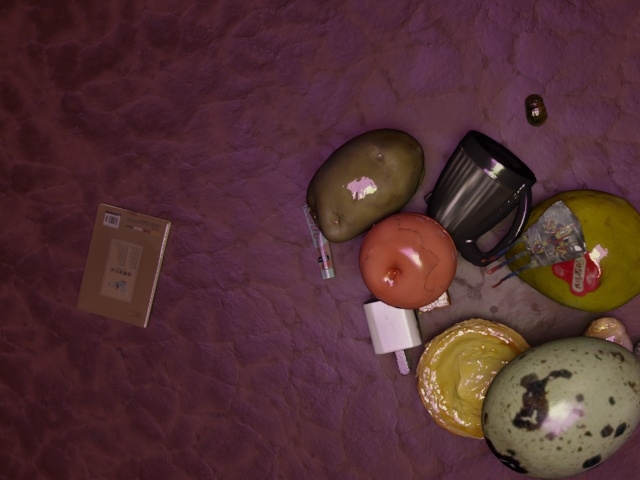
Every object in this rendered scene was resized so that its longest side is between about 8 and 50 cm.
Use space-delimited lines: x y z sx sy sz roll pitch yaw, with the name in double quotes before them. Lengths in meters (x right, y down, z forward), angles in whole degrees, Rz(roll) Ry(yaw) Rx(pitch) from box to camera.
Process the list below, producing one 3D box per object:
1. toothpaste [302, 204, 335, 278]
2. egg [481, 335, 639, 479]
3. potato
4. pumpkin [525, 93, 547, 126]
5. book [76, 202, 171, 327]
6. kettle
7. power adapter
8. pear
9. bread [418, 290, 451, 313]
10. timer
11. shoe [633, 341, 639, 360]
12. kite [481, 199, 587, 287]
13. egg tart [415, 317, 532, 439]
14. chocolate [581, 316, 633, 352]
"toothpaste" 0.000 0.000 1.930 0.056 0.036 0.205 -14 86 12
"egg" 0.541 0.368 1.619 0.379 0.287 0.287 -26 87 2
"potato" 0.110 -0.144 1.798 0.326 0.243 0.221 -35 82 10
"pumpkin" 0.540 -0.330 1.825 0.050 0.028 0.083 -16 85 12
"book" -0.553 0.070 2.036 0.217 0.021 0.310 15 94 9
"kettle" 0.382 -0.093 1.785 0.251 0.207 0.271 39 114 4
"power adapter" 0.195 0.242 1.855 0.125 0.130 0.204 -15 90 10
"pear" 0.597 0.021 1.715 0.375 0.287 0.287 4 93 40
"bread" 0.284 0.134 1.882 0.090 0.035 0.094 -16 89 10
"timer" 0.205 0.047 1.712 0.230 0.215 0.229 6 106 22
"shoe" 0.839 0.266 1.773 0.169 0.071 0.099 -40 116 -15
"kite" 0.475 0.020 1.633 0.245 0.015 0.141 -33 55 29
"egg tart" 0.398 0.344 1.829 0.315 0.120 0.314 0 93 8
"chocolate" 0.686 0.335 1.773 0.134 0.134 0.309 5 98 10
